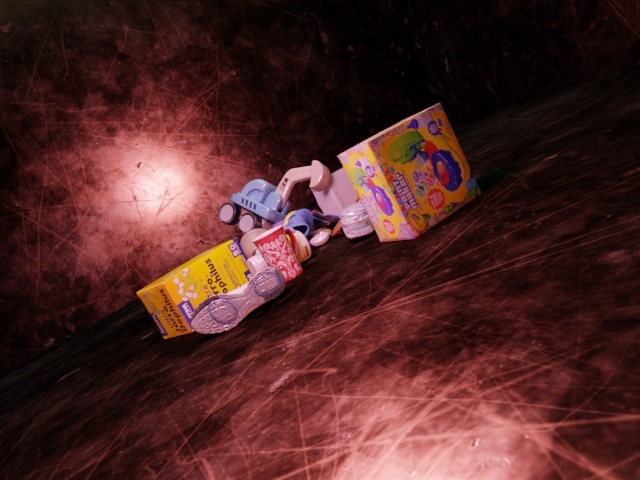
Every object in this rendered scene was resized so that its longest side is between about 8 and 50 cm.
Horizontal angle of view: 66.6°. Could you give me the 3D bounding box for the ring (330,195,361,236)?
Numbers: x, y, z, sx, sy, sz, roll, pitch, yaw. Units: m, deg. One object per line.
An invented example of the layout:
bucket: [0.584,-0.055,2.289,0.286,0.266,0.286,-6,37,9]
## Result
ring: [0.152,-0.144,1.953,0.336,0.032,0.336,-53,3,4]

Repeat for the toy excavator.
toy excavator: [-0.213,-0.211,2.311,0.433,0.444,0.222,26,3,32]

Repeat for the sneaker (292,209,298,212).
sneaker: [-0.177,-0.064,2.508,0.236,0.130,0.323,-25,3,43]

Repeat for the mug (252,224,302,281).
mug: [-0.123,0.040,1.626,0.150,0.169,0.113,-31,9,-22]

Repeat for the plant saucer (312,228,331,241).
plant saucer: [0.008,-0.016,2.000,0.084,0.015,0.083,-21,28,12]

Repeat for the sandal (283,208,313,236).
sandal: [-0.096,-0.036,1.964,0.138,0.126,0.317,-17,22,33]

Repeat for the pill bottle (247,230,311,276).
pill bottle: [-0.148,0.057,1.736,0.215,0.117,0.117,-28,8,-24]

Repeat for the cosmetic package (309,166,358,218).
cosmetic package: [0.160,-0.273,2.433,0.385,0.217,0.156,-36,11,-34]

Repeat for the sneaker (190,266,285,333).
sneaker: [-0.237,0.188,1.433,0.297,0.110,0.129,-26,-8,-14]

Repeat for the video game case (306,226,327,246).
video game case: [-0.130,0.041,2.079,0.248,0.035,0.275,-20,12,41]

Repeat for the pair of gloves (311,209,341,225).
pair of gloves: [-0.001,-0.106,2.273,0.159,0.023,0.198,19,-14,-30]

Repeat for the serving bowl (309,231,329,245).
serving bowl: [0.000,0.000,1.929,0.083,0.027,0.083,-25,17,8]

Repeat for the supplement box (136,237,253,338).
supplement box: [-0.426,0.165,1.743,0.195,0.194,0.357,-20,12,42]

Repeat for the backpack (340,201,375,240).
backpack: [0.130,-0.069,1.670,0.152,0.115,0.182,-23,12,15]

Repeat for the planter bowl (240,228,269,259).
planter bowl: [-0.278,0.042,2.203,0.162,0.162,0.109,-27,36,4]

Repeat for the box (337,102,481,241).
box: [0.255,-0.188,1.399,0.279,0.289,0.177,-32,10,-22]

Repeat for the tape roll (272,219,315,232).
tape roll: [-0.120,-0.049,2.227,0.189,0.080,0.189,-15,-7,-2]

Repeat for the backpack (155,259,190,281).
backpack: [-0.593,0.203,2.037,0.225,0.191,0.253,-29,1,8]
